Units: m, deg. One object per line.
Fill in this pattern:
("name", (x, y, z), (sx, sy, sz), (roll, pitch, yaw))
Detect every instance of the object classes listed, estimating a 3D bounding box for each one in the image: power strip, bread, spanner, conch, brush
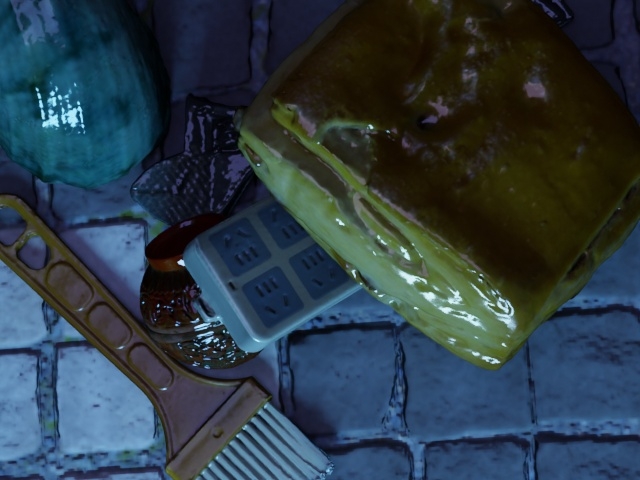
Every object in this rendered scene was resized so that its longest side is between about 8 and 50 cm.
("power strip", (0.000, 0.000, 1.248), (0.192, 0.035, 0.081), (-30, 83, -30))
("bread", (0.089, -0.059, 1.213), (0.235, 0.099, 0.210), (44, 71, 1))
("spanner", (0.017, -0.095, 1.309), (0.325, 0.026, 0.093), (-23, 82, 8))
("conch", (-0.217, -0.132, 1.306), (0.202, 0.134, 0.196), (-7, 82, 10))
("brush", (-0.127, 0.077, 1.331), (0.314, 0.017, 0.090), (43, 92, 13))

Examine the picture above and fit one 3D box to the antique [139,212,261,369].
("antique", (-0.070, 0.037, 1.280), (0.104, 0.104, 0.104), (-1, 85, 12))
